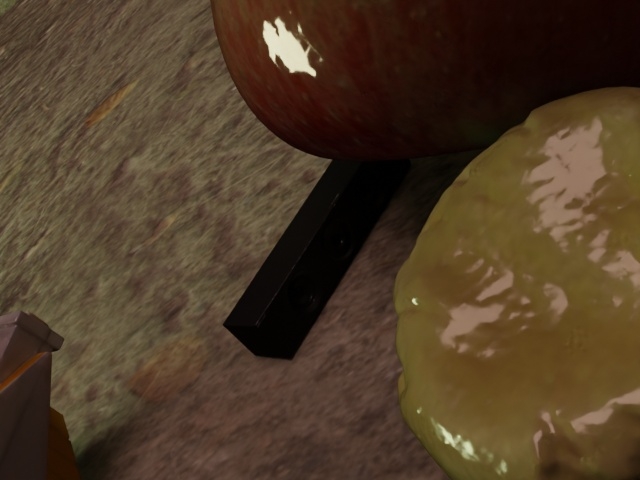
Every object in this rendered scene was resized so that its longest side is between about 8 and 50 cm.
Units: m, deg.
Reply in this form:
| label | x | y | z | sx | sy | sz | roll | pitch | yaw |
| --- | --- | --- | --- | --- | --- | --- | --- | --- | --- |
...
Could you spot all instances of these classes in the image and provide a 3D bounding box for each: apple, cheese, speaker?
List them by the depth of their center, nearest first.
| label | x | y | z | sx | sy | sz | roll | pitch | yaw |
| --- | --- | --- | --- | --- | --- | --- | --- | --- | --- |
| cheese | 0.133 | 0.036 | 0.505 | 0.214 | 0.117 | 0.226 | -44 | 33 | 8 |
| apple | 0.078 | -0.197 | 0.665 | 0.345 | 0.269 | 0.345 | -12 | 11 | 3 |
| speaker | 0.000 | 0.000 | 0.786 | 0.046 | 0.040 | 0.191 | -3 | 47 | 52 |

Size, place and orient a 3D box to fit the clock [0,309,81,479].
| label | x | y | z | sx | sy | sz | roll | pitch | yaw |
| --- | --- | --- | --- | --- | --- | --- | --- | --- | --- |
| clock | -0.285 | 0.201 | 0.739 | 0.235 | 0.166 | 0.309 | -15 | 46 | 39 |
